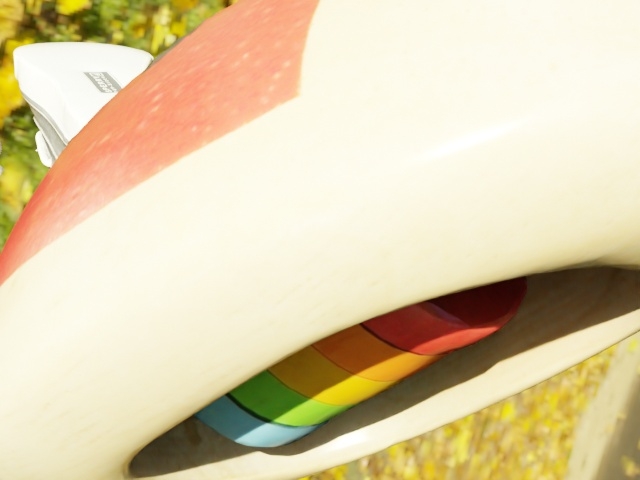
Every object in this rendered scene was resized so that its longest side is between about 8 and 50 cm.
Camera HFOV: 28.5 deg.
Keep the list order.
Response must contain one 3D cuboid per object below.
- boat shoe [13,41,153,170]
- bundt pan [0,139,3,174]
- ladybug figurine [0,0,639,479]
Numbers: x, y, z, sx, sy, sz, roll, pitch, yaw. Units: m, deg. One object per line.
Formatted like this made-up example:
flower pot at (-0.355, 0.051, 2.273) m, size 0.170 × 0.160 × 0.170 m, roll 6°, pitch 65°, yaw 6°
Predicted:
boat shoe at (-0.161, -0.077, 0.936) m, size 0.108 × 0.301 × 0.102 m, roll -4°, pitch 113°, yaw -24°
bundt pan at (-0.395, 0.000, 0.927) m, size 0.124 × 0.331 × 0.330 m, roll 48°, pitch 55°, yaw -28°
ladybug figurine at (0.000, 0.000, 0.573) m, size 0.305 × 0.449 × 0.161 m, roll 5°, pitch 61°, yaw -46°
